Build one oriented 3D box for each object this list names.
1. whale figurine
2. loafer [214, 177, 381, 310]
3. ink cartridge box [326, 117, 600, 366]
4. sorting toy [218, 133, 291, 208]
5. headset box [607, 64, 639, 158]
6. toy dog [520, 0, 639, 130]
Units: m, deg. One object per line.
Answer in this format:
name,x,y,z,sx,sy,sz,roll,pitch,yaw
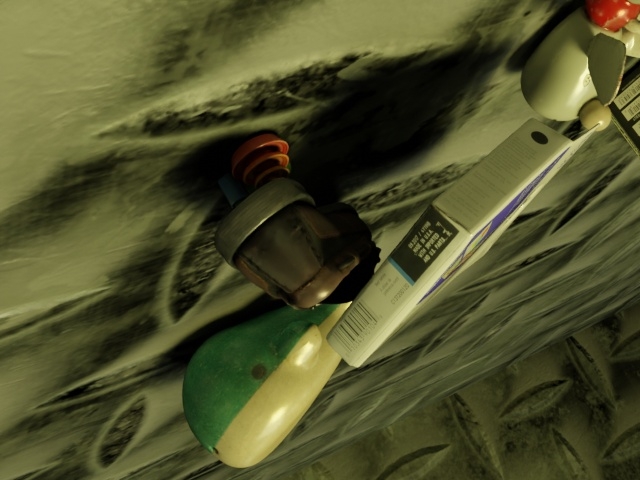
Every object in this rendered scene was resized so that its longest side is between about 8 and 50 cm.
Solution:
whale figurine,-0.053,0.131,1.122,0.272,0.141,0.216,-49,172,-27
loafer,-0.001,0.026,0.811,0.109,0.095,0.302,-43,166,6
ink cartridge box,0.116,-0.006,0.793,0.208,0.045,0.206,-35,166,-40
sorting toy,-0.045,-0.043,0.758,0.061,0.042,0.102,-29,162,-5
headset box,0.501,-0.190,1.077,0.283,0.131,0.246,-11,154,-47
toy dog,0.295,-0.183,0.727,0.220,0.161,0.334,-26,161,-13
